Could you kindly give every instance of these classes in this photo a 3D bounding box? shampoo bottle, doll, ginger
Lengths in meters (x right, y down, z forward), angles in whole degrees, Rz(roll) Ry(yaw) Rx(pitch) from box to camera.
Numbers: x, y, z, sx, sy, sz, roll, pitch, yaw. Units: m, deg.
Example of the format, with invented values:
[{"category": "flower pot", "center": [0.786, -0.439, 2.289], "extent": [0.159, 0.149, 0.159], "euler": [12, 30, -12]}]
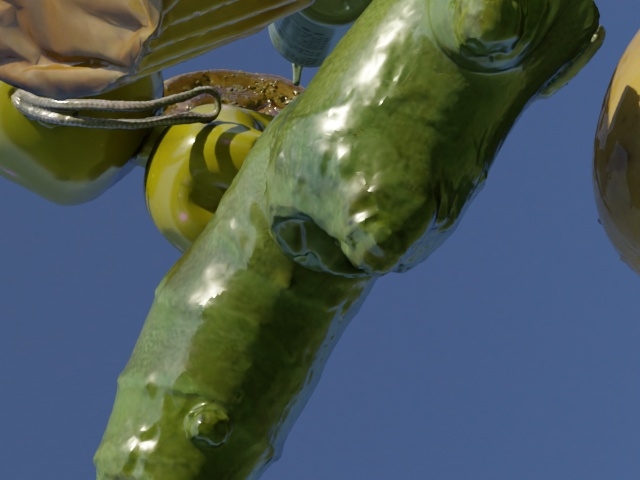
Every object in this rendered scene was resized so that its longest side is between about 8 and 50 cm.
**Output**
[{"category": "shampoo bottle", "center": [-0.004, -0.138, 1.188], "extent": [0.056, 0.195, 0.056], "euler": [1, -95, -7]}, {"category": "doll", "center": [-0.124, -0.064, 1.041], "extent": [0.221, 0.135, 0.143], "euler": [27, -76, -3]}, {"category": "ginger", "center": [0.002, -0.005, 0.746], "extent": [0.089, 0.137, 0.290], "euler": [28, -61, -27]}]

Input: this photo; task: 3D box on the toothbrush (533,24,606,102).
[{"category": "toothbrush", "center": [0.031, -0.015, 0.984], "extent": [0.028, 0.026, 0.294], "euler": [27, -61, -39]}]

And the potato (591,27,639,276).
[{"category": "potato", "center": [0.211, -0.071, 0.811], "extent": [0.234, 0.150, 0.146], "euler": [-47, -48, -21]}]

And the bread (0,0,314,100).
[{"category": "bread", "center": [-0.097, -0.218, 0.857], "extent": [0.156, 0.204, 0.288], "euler": [-34, -64, -43]}]

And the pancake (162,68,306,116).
[{"category": "pancake", "center": [-0.056, -0.076, 1.327], "extent": [0.158, 0.158, 0.028], "euler": [-18, -50, -29]}]
